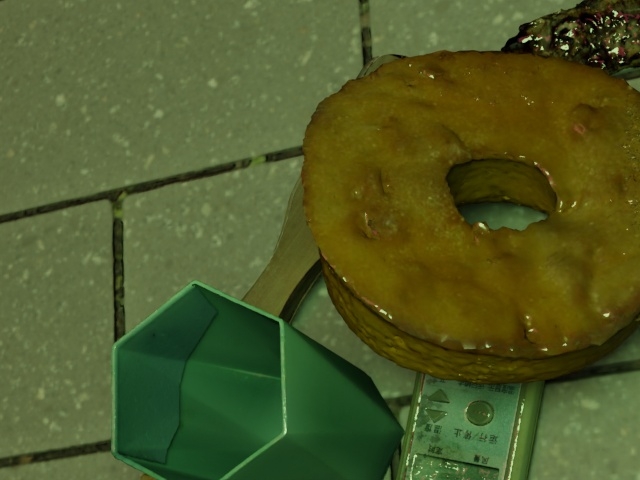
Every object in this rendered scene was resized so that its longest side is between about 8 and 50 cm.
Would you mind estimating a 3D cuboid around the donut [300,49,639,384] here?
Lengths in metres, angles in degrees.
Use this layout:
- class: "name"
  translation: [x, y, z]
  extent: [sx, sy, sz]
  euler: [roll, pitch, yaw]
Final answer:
- class: "donut"
  translation: [0.121, -0.010, 1.141]
  extent: [0.277, 0.108, 0.278]
  euler: [1, 51, -1]

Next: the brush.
- class: "brush"
  translation: [0.000, 0.000, 1.296]
  extent: [0.070, 0.065, 0.327]
  euler: [38, 104, 23]

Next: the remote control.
- class: "remote control"
  translation: [0.116, 0.113, 1.209]
  extent: [0.098, 0.038, 0.234]
  euler: [7, 80, 29]

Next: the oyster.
- class: "oyster"
  translation: [0.209, -0.155, 1.239]
  extent: [0.132, 0.029, 0.086]
  euler: [-34, 63, 13]

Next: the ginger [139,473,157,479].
- class: "ginger"
  translation: [-0.023, 0.246, 1.223]
  extent: [0.298, 0.065, 0.118]
  euler: [6, 110, 29]

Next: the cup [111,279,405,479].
- class: "cup"
  translation: [-0.031, 0.130, 1.167]
  extent: [0.134, 0.235, 0.148]
  euler: [-7, 70, 26]
